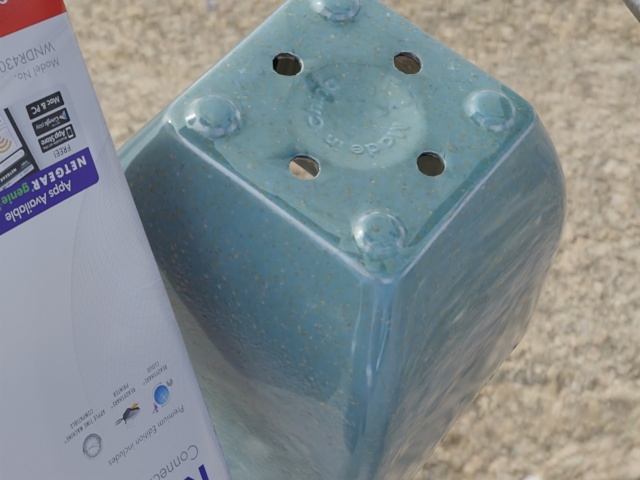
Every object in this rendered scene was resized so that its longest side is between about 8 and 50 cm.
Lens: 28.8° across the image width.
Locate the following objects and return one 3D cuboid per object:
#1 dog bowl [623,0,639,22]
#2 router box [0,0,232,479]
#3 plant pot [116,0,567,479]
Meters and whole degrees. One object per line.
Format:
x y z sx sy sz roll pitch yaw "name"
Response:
0.359 -0.223 0.652 0.408 0.150 0.408 -7 37 5 "dog bowl"
-0.203 0.064 0.488 0.082 0.301 0.335 -2 24 39 "router box"
0.000 0.000 0.727 0.247 0.252 0.248 36 60 11 "plant pot"
